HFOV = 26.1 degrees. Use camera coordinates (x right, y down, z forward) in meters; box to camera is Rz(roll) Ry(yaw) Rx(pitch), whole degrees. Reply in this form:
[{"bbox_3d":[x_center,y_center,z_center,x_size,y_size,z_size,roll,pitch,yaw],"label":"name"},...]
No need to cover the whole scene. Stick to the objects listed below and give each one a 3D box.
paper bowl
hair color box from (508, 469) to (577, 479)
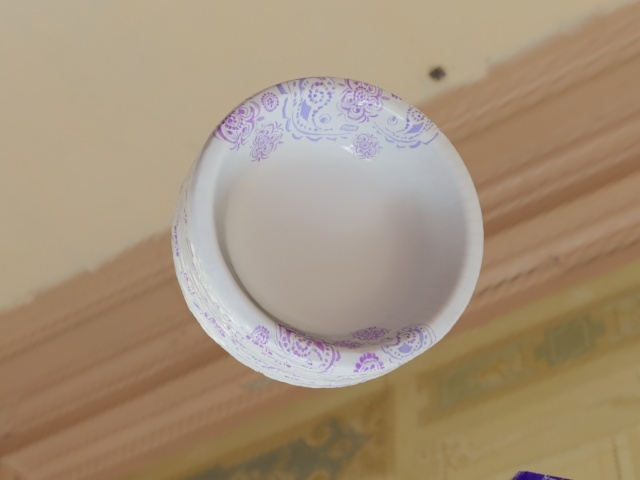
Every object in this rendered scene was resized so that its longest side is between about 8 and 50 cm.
[{"bbox_3d":[0.000,0.000,1.315,0.284,0.284,0.148,-59,-174,-25],"label":"paper bowl"},{"bbox_3d":[0.274,0.283,0.931,0.338,0.185,0.110,4,-150,36],"label":"hair color box"}]
